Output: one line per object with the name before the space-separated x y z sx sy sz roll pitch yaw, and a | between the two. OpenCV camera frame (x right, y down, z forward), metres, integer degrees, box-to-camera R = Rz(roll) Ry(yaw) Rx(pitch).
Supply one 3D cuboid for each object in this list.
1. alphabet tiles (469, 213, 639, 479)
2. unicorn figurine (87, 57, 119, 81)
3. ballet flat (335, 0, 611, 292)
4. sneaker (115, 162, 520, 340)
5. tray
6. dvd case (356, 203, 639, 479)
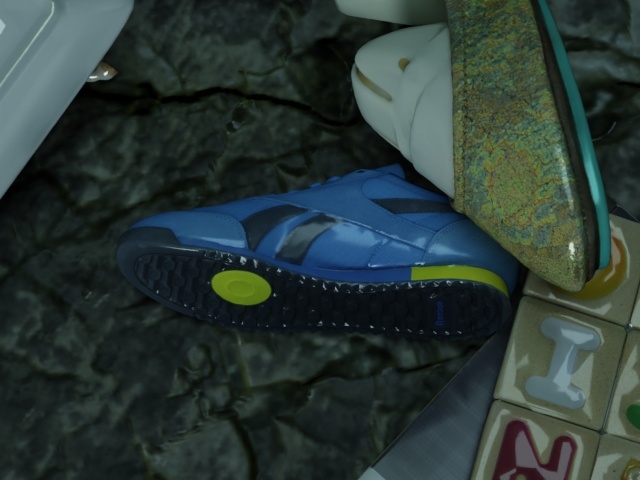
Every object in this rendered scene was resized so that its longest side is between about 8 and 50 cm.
alphabet tiles | 0.222 0.122 0.828 0.285 0.011 0.342 18 73 0
unicorn figurine | -0.157 -0.136 0.910 0.111 0.060 0.162 27 79 18
ballet flat | 0.065 -0.115 0.859 0.123 0.123 0.348 -5 56 -3
sneaker | 0.000 0.000 0.864 0.209 0.069 0.082 4 56 1
tray | -0.231 -0.058 0.860 0.145 0.030 0.270 35 87 11
dvd case | 0.144 0.110 0.846 0.164 0.018 0.221 42 74 12
